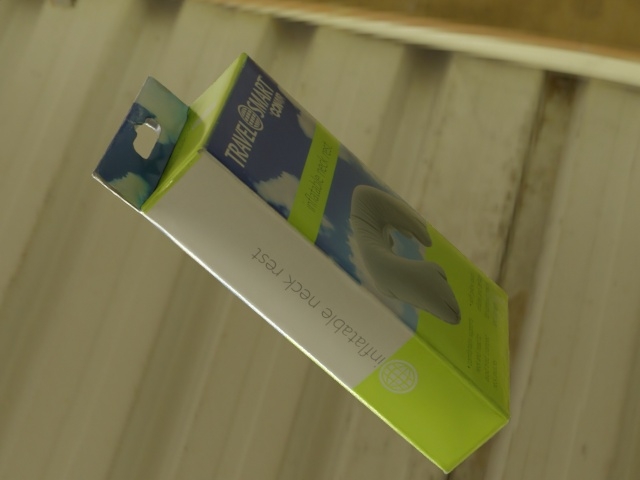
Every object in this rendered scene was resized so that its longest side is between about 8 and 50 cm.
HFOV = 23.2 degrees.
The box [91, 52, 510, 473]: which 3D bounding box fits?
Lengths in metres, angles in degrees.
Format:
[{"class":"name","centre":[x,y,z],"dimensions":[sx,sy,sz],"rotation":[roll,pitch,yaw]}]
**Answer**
[{"class":"box","centre":[0.000,0.000,0.618],"dimensions":[0.178,0.042,0.109],"rotation":[42,-157,-13]}]
